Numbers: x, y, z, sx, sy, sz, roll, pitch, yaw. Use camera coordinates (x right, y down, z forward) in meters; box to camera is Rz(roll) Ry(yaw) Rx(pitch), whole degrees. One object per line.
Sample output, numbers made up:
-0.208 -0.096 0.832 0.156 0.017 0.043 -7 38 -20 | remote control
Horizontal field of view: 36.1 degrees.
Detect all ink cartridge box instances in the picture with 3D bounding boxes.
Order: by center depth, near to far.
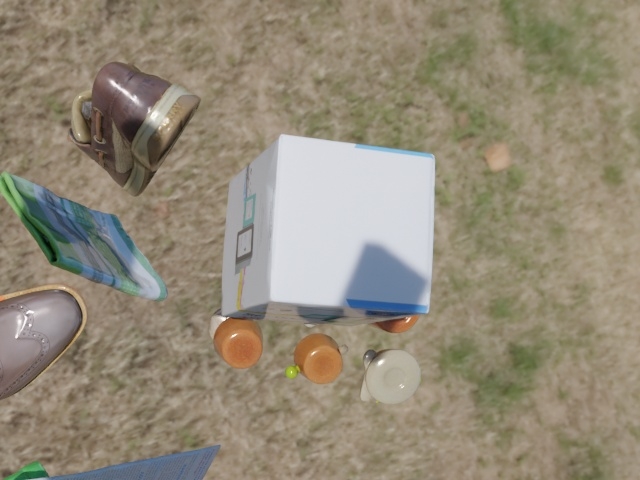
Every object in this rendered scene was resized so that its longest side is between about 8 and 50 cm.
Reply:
0.000 0.000 1.252 0.198 0.270 0.197 6 80 -17 | ink cartridge box

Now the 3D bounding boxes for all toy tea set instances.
0.001 0.126 1.492 0.336 0.124 0.200 11 96 -13 | toy tea set

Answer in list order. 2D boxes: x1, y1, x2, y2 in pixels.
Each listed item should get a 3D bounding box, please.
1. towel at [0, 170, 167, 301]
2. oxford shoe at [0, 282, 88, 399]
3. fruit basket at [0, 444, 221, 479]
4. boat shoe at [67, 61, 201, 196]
-0.199 -0.002 0.838 0.113 0.023 0.152 47 7 27 | towel
-0.467 0.176 1.277 0.364 0.133 0.130 -32 100 -12 | oxford shoe
-0.329 0.407 1.300 0.165 0.327 0.353 40 26 29 | fruit basket
-0.227 -0.137 1.139 0.123 0.342 0.123 33 82 -10 | boat shoe
